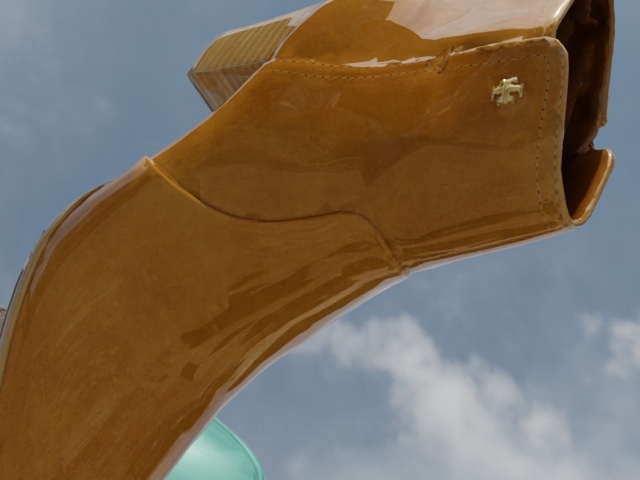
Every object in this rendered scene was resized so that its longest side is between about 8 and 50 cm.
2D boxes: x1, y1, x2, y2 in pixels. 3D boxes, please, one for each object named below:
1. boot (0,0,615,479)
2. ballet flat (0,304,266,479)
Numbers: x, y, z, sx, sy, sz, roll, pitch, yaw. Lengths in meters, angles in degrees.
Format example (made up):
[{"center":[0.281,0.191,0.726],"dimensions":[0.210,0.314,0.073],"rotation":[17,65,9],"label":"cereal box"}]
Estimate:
[{"center":[0.001,0.000,0.484],"dimensions":[0.104,0.211,0.295],"rotation":[50,-128,-39],"label":"boot"},{"center":[-0.266,0.126,0.910],"dimensions":[0.483,0.164,0.182],"rotation":[31,-61,7],"label":"ballet flat"}]
